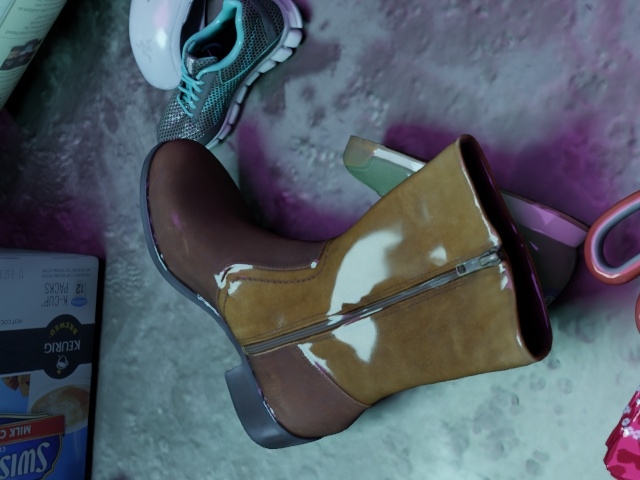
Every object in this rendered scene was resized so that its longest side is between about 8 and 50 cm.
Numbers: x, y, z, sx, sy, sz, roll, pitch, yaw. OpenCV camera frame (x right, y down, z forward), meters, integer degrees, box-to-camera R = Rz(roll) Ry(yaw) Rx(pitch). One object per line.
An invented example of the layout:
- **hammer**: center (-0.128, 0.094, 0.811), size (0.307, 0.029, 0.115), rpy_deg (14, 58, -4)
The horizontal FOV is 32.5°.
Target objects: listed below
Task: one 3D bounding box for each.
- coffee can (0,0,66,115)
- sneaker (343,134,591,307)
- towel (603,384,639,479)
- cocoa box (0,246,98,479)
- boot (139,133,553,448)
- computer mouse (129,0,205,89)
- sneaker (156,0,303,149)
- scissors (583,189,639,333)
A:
- **coffee can**: center (-0.309, -0.247, 0.935), size (0.201, 0.201, 0.275), rpy_deg (51, 118, 22)
- **sneaker**: center (0.087, -0.006, 0.771), size (0.192, 0.064, 0.086), rpy_deg (24, 97, 27)
- **towel**: center (0.312, 0.076, 0.650), size (0.199, 0.031, 0.274), rpy_deg (34, 107, 27)
- **cocoa box**: center (-0.405, 0.113, 0.984), size (0.347, 0.231, 0.227), rpy_deg (4, 91, 32)
- **boot**: center (0.000, 0.000, 0.764), size (0.280, 0.096, 0.264), rpy_deg (-32, 73, 46)
- **computer mouse**: center (-0.125, -0.224, 0.923), size (0.106, 0.042, 0.193), rpy_deg (12, 95, 31)
- **sneaker**: center (-0.090, -0.135, 0.880), size (0.065, 0.076, 0.166), rpy_deg (50, 114, 24)
- **scissors**: center (0.294, -0.026, 0.631), size (0.297, 0.021, 0.109), rpy_deg (-31, 72, 29)
